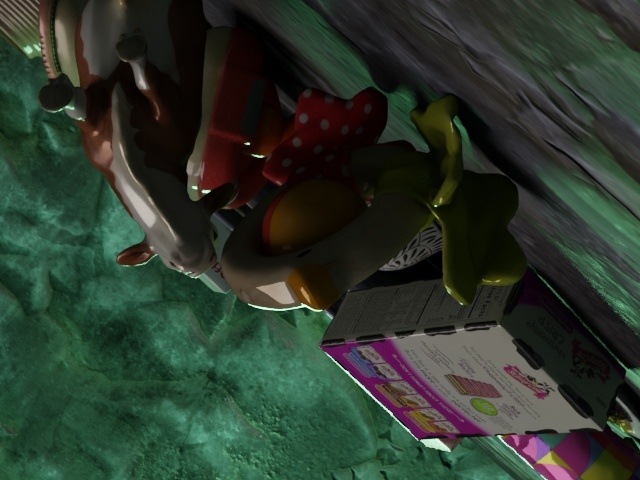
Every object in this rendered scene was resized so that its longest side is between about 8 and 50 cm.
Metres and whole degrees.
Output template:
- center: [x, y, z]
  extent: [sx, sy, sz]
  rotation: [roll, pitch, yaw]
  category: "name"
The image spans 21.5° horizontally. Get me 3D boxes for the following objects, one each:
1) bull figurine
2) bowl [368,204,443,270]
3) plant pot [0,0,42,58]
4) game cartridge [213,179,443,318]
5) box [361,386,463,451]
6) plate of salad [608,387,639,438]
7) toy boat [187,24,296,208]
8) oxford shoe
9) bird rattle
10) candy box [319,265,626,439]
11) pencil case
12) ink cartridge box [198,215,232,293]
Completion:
- center: [-0.133, -0.127, 1.230]
  extent: [0.188, 0.101, 0.310]
  rotation: [63, -161, -66]
  category: "bull figurine"
- center: [0.039, -0.021, 1.664]
  extent: [0.170, 0.080, 0.170]
  rotation: [41, 174, 5]
  category: "bowl"
- center: [-0.390, -0.318, 2.222]
  extent: [0.237, 0.110, 0.237]
  rotation: [41, 174, 5]
  category: "plant pot"
- center: [0.000, 0.000, 1.796]
  extent: [0.355, 0.068, 0.230]
  rotation: [41, -165, 16]
  category: "game cartridge"
- center: [0.132, 0.150, 2.022]
  extent: [0.154, 0.142, 0.300]
  rotation: [42, 174, 3]
  category: "box"
- center: [0.240, 0.137, 1.655]
  extent: [0.200, 0.048, 0.200]
  rotation: [41, 174, 5]
  category: "plate of salad"
- center: [-0.052, -0.100, 1.530]
  extent: [0.151, 0.151, 0.231]
  rotation: [13, 174, -1]
  category: "toy boat"
- center: [-0.227, -0.201, 2.097]
  extent: [0.146, 0.140, 0.397]
  rotation: [6, 155, 21]
  category: "oxford shoe"
- center: [0.013, -0.031, 1.208]
  extent: [0.253, 0.207, 0.143]
  rotation: [21, 142, 51]
  category: "bird rattle"
- center: [0.135, 0.106, 1.531]
  extent: [0.233, 0.071, 0.159]
  rotation: [-9, 134, 48]
  category: "candy box"
- center: [0.256, 0.201, 1.823]
  extent: [0.236, 0.104, 0.104]
  rotation: [40, 175, -2]
  category: "pencil case"
- center: [-0.112, -0.038, 2.086]
  extent: [0.128, 0.176, 0.127]
  rotation: [42, 175, -8]
  category: "ink cartridge box"
